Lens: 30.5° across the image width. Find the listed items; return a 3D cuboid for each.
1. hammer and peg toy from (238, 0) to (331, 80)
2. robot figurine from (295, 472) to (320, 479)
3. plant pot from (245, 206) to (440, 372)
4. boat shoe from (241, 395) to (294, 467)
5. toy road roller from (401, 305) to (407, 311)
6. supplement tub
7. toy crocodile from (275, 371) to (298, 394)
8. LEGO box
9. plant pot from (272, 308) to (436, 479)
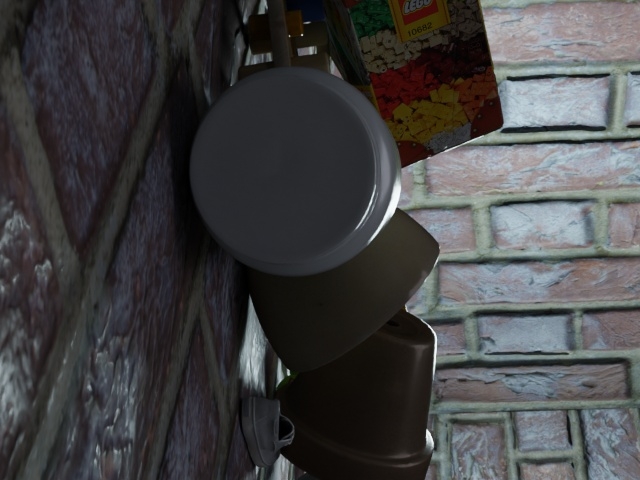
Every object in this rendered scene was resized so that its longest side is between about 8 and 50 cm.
[{"bbox_3d":[-0.046,-0.252,1.738,0.361,0.127,0.266,76,7,-66],"label":"hammer and peg toy"},{"bbox_3d":[0.025,0.493,1.824,0.353,0.200,0.300,-84,-169,-55],"label":"robot figurine"},{"bbox_3d":[0.000,0.023,1.679,0.191,0.284,0.284,49,16,-12],"label":"plant pot"},{"bbox_3d":[-0.069,0.269,1.658,0.184,0.063,0.066,80,9,-52],"label":"boat shoe"},{"bbox_3d":[0.047,0.110,2.300,0.329,0.202,0.240,85,-9,-80],"label":"toy road roller"},{"bbox_3d":[-0.025,-0.080,1.383,0.325,0.235,0.235,-19,106,-84],"label":"supplement tub"},{"bbox_3d":[-0.017,0.205,2.006,0.115,0.105,0.340,74,14,-68],"label":"toy crocodile"},{"bbox_3d":[0.086,-0.415,1.870,0.500,0.193,0.372,-115,-177,-48],"label":"LEGO box"},{"bbox_3d":[0.074,0.224,1.785,0.263,0.263,0.229,-74,-177,-73],"label":"plant pot"}]
